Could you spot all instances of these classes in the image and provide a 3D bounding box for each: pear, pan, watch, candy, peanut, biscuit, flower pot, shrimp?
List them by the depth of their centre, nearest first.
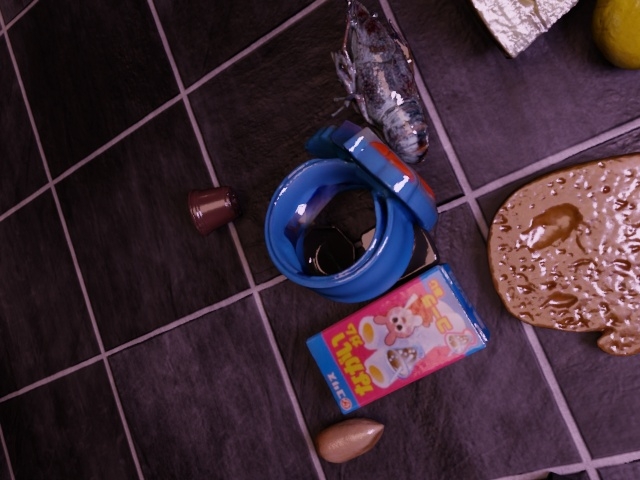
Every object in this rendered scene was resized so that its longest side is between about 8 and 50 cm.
[{"bbox_3d":[0.481,-0.331,0.684,0.149,0.162,0.148,-11,68,28],"label":"pear"},{"bbox_3d":[0.463,0.025,0.746,0.367,0.063,0.314,-12,89,23],"label":"biscuit"},{"bbox_3d":[0.020,-0.055,0.819,0.274,0.241,0.305,-51,57,3],"label":"watch"},{"bbox_3d":[0.084,-0.301,0.857,0.172,0.137,0.372,-26,82,5],"label":"shrimp"},{"bbox_3d":[0.137,0.182,0.870,0.306,0.100,0.157,-33,79,19],"label":"candy"},{"bbox_3d":[0.057,0.389,0.920,0.152,0.076,0.076,-25,81,18],"label":"peanut"},{"bbox_3d":[0.015,-0.001,0.945,0.128,0.048,0.202,0,92,22],"label":"pan"},{"bbox_3d":[-0.227,-0.074,1.030,0.089,0.111,0.111,-16,84,7],"label":"flower pot"}]

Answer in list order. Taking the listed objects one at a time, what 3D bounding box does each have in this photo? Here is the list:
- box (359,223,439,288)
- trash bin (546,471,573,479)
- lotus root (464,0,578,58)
[{"bbox_3d":[0.153,0.014,0.901,0.125,0.027,0.126,-30,78,18],"label":"box"},{"bbox_3d":[0.457,0.496,0.728,0.225,0.115,0.165,19,97,24],"label":"trash bin"},{"bbox_3d":[0.308,-0.473,0.706,0.260,0.149,0.267,41,115,-16],"label":"lotus root"}]
